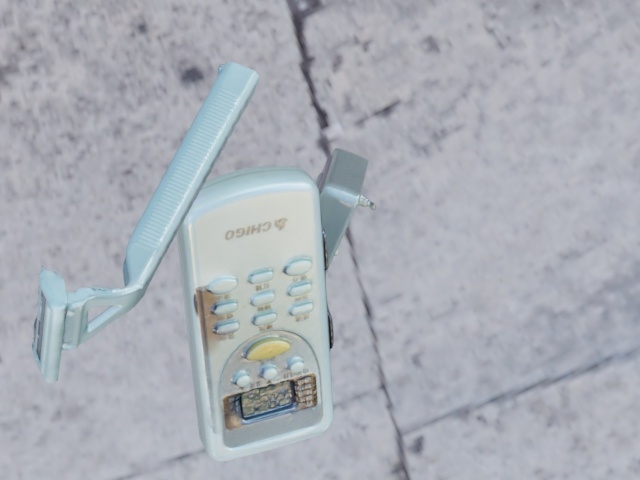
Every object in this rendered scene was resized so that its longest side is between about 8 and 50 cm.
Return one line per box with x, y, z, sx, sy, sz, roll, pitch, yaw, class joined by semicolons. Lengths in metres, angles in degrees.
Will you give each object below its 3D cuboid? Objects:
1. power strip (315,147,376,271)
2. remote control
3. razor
0.000;0.000;1.702;0.061;0.145;0.215;22;124;-6;power strip
-0.057;0.069;1.566;0.140;0.056;0.296;-14;122;-18;remote control
-0.115;-0.024;1.199;0.056;0.278;0.111;30;147;7;razor
